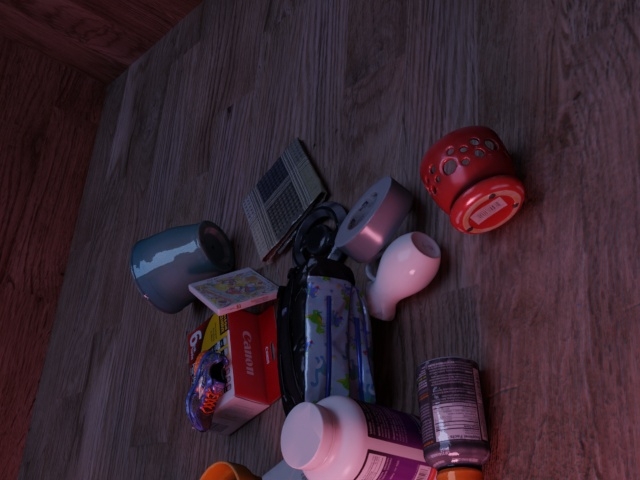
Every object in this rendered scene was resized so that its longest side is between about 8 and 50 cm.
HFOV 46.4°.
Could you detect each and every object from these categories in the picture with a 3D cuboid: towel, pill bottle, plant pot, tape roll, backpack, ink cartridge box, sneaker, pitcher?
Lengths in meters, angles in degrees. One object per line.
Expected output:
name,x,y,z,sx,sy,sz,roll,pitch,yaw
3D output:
towel,-0.113,-0.121,2.296,0.312,0.056,0.324,-47,37,21
pill bottle,0.260,0.362,1.462,0.130,0.131,0.245,-31,49,40
plant pot,0.330,-0.120,1.597,0.191,0.191,0.174,-44,51,29
tape roll,0.129,-0.052,1.838,0.219,0.072,0.219,-49,12,15
plant pot,-0.431,0.068,2.434,0.255,0.272,0.271,-26,50,23
backpack,0.005,0.265,1.739,0.290,0.274,0.355,123,163,-53
plant pot,-0.181,0.655,1.823,0.205,0.188,0.205,-28,51,41
pill bottle,0.083,0.415,1.495,0.182,0.323,0.181,-29,49,41
ink cartridge box,-0.246,0.350,2.128,0.272,0.130,0.309,-40,43,30
sneaker,-0.299,0.398,1.992,0.087,0.083,0.221,-12,65,37
pitcher,0.179,0.059,1.745,0.207,0.126,0.177,-54,39,35

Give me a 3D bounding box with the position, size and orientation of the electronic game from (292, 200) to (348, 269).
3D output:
electronic game,0.000,0.000,2.071,0.229,0.048,0.229,-27,52,40

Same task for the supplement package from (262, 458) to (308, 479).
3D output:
supplement package,0.004,0.570,1.560,0.149,0.203,0.194,-41,26,14

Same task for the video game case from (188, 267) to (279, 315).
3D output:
video game case,-0.252,0.146,2.201,0.227,0.207,0.026,28,127,54
